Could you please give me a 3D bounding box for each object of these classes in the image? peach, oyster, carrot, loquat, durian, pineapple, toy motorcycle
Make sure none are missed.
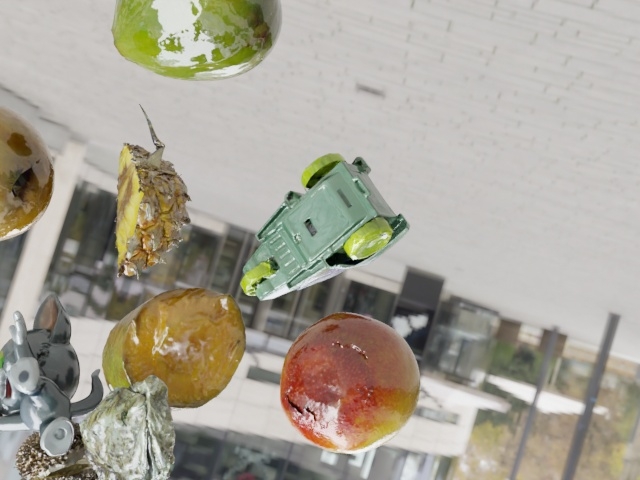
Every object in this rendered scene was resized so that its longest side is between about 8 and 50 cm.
[{"bbox_3d":[0.047,0.229,1.554,0.231,0.230,0.231,17,177,1],"label":"peach"},{"bbox_3d":[-0.338,0.361,1.771,0.268,0.198,0.112,-29,180,42],"label":"oyster"},{"bbox_3d":[-0.309,0.235,2.006,0.242,0.241,0.341,19,159,-22],"label":"carrot"},{"bbox_3d":[-0.606,-0.119,1.719,0.263,0.263,0.263,17,177,1],"label":"loquat"},{"bbox_3d":[-0.574,0.487,2.115,0.196,0.196,0.167,18,169,-13],"label":"durian"},{"bbox_3d":[-0.330,-0.094,2.005,0.161,0.334,0.158,10,142,-21],"label":"pineapple"},{"bbox_3d":[0.000,0.000,1.868,0.200,0.326,0.191,5,-132,-59],"label":"toy motorcycle"}]

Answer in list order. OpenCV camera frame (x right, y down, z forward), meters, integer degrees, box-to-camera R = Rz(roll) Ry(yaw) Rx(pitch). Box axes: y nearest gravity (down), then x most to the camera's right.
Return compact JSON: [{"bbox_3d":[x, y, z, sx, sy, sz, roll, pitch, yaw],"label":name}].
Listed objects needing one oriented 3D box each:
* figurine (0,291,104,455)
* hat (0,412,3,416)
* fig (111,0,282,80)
[{"bbox_3d":[-0.377,0.188,1.328,0.140,0.192,0.265,-8,-164,-39],"label":"figurine"},{"bbox_3d":[-0.583,0.284,1.598,0.209,0.238,0.336,24,155,-22],"label":"hat"},{"bbox_3d":[-0.225,-0.414,1.716,0.316,0.316,0.316,17,177,1],"label":"fig"}]
